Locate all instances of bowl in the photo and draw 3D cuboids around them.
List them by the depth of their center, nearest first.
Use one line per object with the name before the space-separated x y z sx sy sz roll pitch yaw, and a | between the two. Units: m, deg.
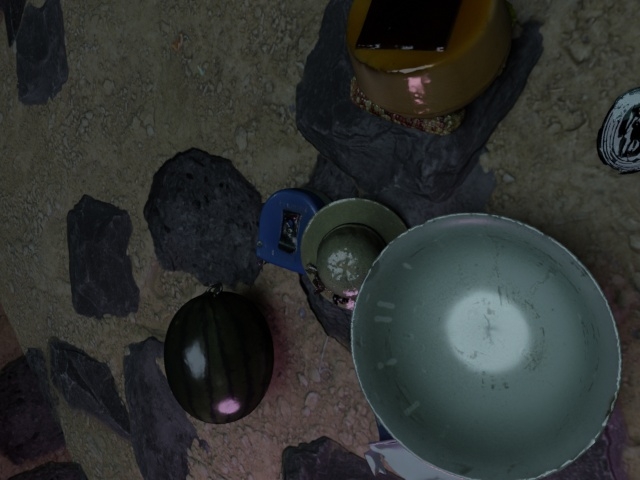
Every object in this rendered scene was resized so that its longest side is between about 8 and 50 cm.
bowl | 0.286 0.173 0.894 0.434 0.196 0.436 -2 87 30

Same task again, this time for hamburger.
hamburger | 0.191 -0.357 0.883 0.299 0.176 0.301 -7 70 21

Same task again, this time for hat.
hat | 0.065 0.043 1.043 0.256 0.130 0.258 3 102 13

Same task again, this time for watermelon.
watermelon | -0.260 0.286 1.292 0.278 0.278 0.360 -5 96 37

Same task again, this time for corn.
corn | 0.170 -0.272 1.001 0.253 0.086 0.086 28 113 27

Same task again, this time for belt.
belt | 0.496 -0.171 0.785 0.105 0.058 0.140 19 108 30

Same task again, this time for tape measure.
tape measure | 0.000 0.000 1.167 0.351 0.097 0.216 17 108 31

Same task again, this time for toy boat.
toy boat | 0.248 0.448 1.024 0.318 0.072 0.219 -42 68 17

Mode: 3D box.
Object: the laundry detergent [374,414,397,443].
laundry detergent | 0.164 0.398 1.125 0.096 0.061 0.207 -4 95 30
